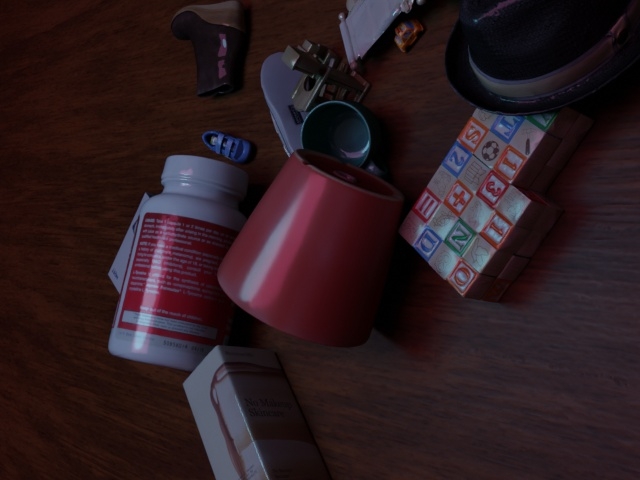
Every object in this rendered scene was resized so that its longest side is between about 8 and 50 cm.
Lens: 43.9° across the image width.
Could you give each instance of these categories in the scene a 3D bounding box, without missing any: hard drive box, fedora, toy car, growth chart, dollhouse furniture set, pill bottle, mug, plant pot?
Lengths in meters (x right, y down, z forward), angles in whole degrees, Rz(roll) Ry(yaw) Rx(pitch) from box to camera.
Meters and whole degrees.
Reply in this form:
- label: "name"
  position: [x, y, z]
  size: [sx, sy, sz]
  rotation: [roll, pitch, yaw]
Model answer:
- label: "hard drive box"
  position: [-0.376, 0.037, 1.819]
  size: [0.181, 0.089, 0.232]
  rotation: [44, 114, 43]
- label: "fedora"
  position: [0.296, -0.336, 1.065]
  size: [0.334, 0.152, 0.334]
  rotation: [-18, 53, 25]
- label: "toy car"
  position: [0.140, -0.395, 1.399]
  size: [0.060, 0.041, 0.122]
  rotation: [-32, 60, 39]
- label: "growth chart"
  position: [0.101, -0.419, 1.417]
  size: [0.237, 0.021, 0.171]
  rotation: [-39, 48, 50]
- label: "dollhouse furniture set"
  position: [-0.034, -0.304, 1.459]
  size: [0.101, 0.182, 0.161]
  rotation: [-58, 46, 21]
- label: "pill bottle"
  position: [-0.267, 0.049, 1.585]
  size: [0.229, 0.229, 0.407]
  rotation: [1, 76, 47]
- label: "mug"
  position: [0.045, -0.169, 1.398]
  size: [0.130, 0.097, 0.157]
  rotation: [-13, 97, 22]
- label: "plant pot"
  position: [0.000, 0.000, 1.283]
  size: [0.275, 0.275, 0.243]
  rotation: [39, 112, 44]

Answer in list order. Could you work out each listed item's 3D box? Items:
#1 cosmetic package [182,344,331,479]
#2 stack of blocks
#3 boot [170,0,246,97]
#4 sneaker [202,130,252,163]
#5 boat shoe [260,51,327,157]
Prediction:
- label: "cosmetic package"
  position: [-0.117, 0.346, 1.426]
  size: [0.129, 0.153, 0.296]
  rotation: [-50, 51, 26]
- label: "stack of blocks"
  position: [0.263, -0.078, 1.160]
  size: [0.171, 0.087, 0.297]
  rotation: [49, 116, 41]
- label: "boot"
  position: [-0.271, -0.429, 1.810]
  size: [0.248, 0.090, 0.206]
  rotation: [0, 79, 43]
- label: "sneaker"
  position: [-0.201, -0.203, 1.707]
  size: [0.144, 0.059, 0.053]
  rotation: [23, 96, 46]
- label: "boat shoe"
  position: [-0.050, -0.242, 1.535]
  size: [0.088, 0.096, 0.267]
  rotation: [98, 152, -61]
